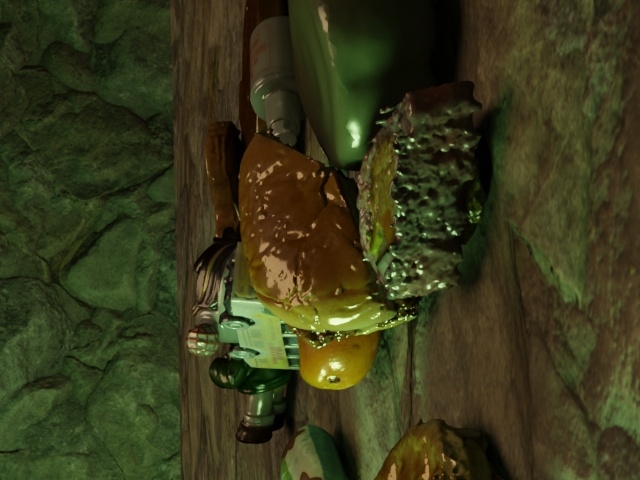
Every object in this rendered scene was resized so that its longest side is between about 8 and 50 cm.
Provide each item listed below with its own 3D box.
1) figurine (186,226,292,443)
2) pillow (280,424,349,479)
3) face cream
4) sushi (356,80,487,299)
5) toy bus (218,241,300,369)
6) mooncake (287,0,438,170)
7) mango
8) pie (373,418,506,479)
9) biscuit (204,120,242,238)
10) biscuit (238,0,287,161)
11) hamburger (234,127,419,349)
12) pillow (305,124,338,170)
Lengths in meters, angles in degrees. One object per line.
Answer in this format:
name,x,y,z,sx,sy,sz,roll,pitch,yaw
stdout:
figurine,-0.120,0.152,2.068,0.281,0.167,0.370,-32,-61,-62
pillow,0.000,0.374,1.736,0.233,0.086,0.214,-118,21,-59
face cream,-0.057,-0.229,1.864,0.251,0.101,0.101,-93,12,-45
sushi,0.097,-0.062,1.245,0.161,0.107,0.241,-121,28,-62
toy bus,-0.066,0.104,1.747,0.342,0.138,0.097,92,-176,-69
mooncake,0.045,-0.208,1.381,0.275,0.135,0.275,169,90,-80
mango,0.032,0.080,1.558,0.141,0.102,0.217,27,-114,-75
pie,0.118,0.340,1.225,0.339,0.083,0.339,-177,90,-75
biscuit,-0.163,-0.074,2.331,0.351,0.057,0.312,66,-163,-84
biscuit,-0.094,-0.252,2.152,0.350,0.070,0.394,-154,65,-80
hamburger,0.000,0.000,1.440,0.155,0.282,0.245,37,-108,-54
pillow,0.004,-0.131,1.779,0.148,0.050,0.229,-97,11,-53
